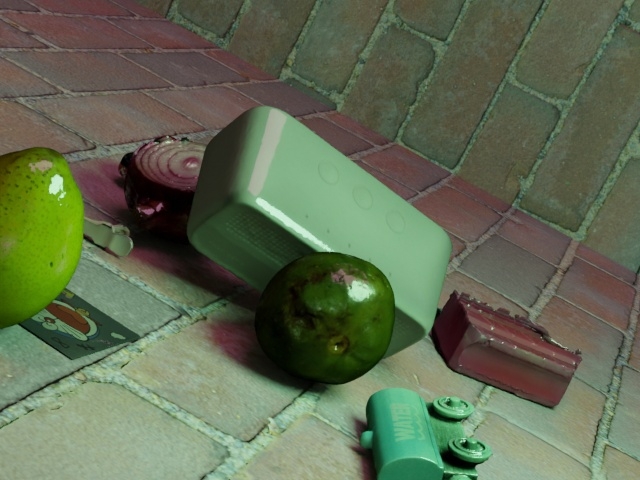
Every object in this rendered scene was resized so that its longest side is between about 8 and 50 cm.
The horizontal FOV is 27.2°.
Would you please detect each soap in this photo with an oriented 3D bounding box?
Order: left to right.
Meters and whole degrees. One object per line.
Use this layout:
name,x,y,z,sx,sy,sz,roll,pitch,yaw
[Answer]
soap,0.325,0.189,2.234,0.250,0.099,0.162,22,15,-16

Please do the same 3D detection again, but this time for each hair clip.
hair clip,-0.377,-0.037,1.923,0.226,0.034,0.072,23,11,-9

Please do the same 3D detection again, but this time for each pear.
pear,-0.355,-0.012,1.506,0.187,0.219,0.187,27,13,-7

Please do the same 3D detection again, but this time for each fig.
fig,-0.008,0.099,1.821,0.195,0.195,0.245,19,1,-27

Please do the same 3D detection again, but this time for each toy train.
toy train,0.128,0.263,1.675,0.159,0.101,0.248,9,16,-4

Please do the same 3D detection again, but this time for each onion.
onion,-0.231,-0.059,2.070,0.195,0.140,0.218,25,38,10

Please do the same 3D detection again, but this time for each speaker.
speaker,0.000,0.000,1.964,0.406,0.183,0.184,35,44,-23

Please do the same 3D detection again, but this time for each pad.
pad,-0.359,0.070,1.641,0.245,0.006,0.170,32,16,16

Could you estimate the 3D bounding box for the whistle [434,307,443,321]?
whistle,0.268,0.152,2.386,0.186,0.039,0.039,15,18,-38

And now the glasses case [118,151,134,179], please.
glasses case,-0.224,-0.074,2.251,0.267,0.067,0.103,31,16,13
